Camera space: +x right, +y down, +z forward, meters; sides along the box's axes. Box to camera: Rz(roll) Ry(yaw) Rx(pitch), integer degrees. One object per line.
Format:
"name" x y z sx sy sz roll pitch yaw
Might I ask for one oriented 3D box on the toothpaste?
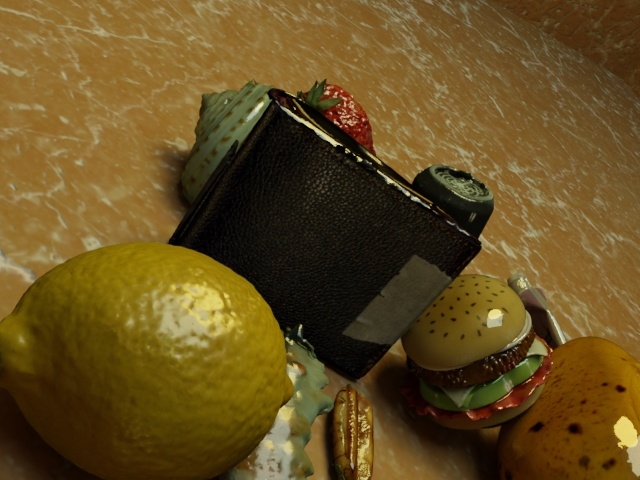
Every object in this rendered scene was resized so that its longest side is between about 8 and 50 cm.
"toothpaste" 0.349 0.177 1.191 0.301 0.048 0.075 66 11 28

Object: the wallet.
"wallet" 0.000 0.000 0.865 0.262 0.221 0.071 36 25 -5

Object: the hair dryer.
"hair dryer" 0.029 -0.058 1.048 0.352 0.189 0.107 30 26 12

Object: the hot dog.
"hot dog" 0.029 0.196 0.819 0.049 0.037 0.122 40 33 -24

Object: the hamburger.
"hamburger" 0.164 0.112 0.916 0.175 0.175 0.137 -71 147 -59

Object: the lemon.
"lemon" -0.127 0.092 0.628 0.244 0.187 0.187 14 37 -26

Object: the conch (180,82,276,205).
"conch" -0.068 -0.101 0.967 0.200 0.131 0.172 31 47 14

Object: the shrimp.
"shrimp" 0.012 0.216 0.709 0.287 0.068 0.185 40 46 12

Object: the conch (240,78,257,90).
"conch" -0.081 -0.182 1.165 0.121 0.074 0.089 -80 152 -79

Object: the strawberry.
"strawberry" 0.025 -0.153 1.202 0.148 0.131 0.131 20 34 -17

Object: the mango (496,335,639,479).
"mango" 0.288 0.220 0.914 0.160 0.191 0.290 45 31 -16
